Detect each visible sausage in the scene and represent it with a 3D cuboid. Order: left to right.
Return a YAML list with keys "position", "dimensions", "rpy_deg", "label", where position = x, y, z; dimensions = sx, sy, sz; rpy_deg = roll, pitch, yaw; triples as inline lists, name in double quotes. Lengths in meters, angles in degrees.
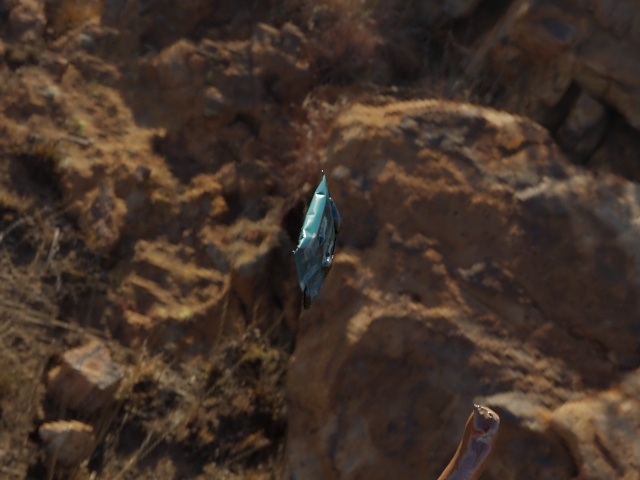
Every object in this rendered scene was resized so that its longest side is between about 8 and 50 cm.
- position: [0.143, 0.262, 1.235]
  dimensions: [0.047, 0.177, 0.040]
  rpy_deg: [36, 11, 17]
  label: "sausage"

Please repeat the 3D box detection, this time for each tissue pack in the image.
- position: [0.000, 0.000, 1.186]
  dimensions: [0.027, 0.085, 0.138]
  rpy_deg: [-1, 40, 15]
  label: "tissue pack"
